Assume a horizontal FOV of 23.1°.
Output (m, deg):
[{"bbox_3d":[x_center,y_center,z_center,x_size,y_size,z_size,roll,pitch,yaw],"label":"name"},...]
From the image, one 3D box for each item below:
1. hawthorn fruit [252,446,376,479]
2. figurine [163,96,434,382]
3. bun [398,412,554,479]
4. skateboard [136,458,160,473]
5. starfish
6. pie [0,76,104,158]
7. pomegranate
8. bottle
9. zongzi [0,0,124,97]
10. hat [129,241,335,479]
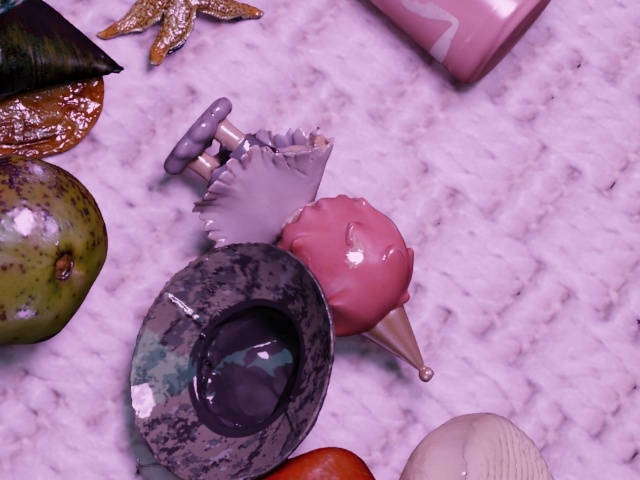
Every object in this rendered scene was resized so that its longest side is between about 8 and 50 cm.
[{"bbox_3d":[-0.018,0.304,1.632,0.188,0.169,0.169,-17,74,-44],"label":"hawthorn fruit"},{"bbox_3d":[0.000,0.000,1.754,0.387,0.166,0.207,40,105,2],"label":"figurine"},{"bbox_3d":[0.163,0.325,1.649,0.146,0.287,0.287,-15,71,29],"label":"bun"},{"bbox_3d":[-0.164,0.224,1.716,0.083,0.032,0.063,-11,65,-15],"label":"skateboard"},{"bbox_3d":[-0.177,-0.302,1.873,0.208,0.053,0.176,-36,72,-24],"label":"starfish"},{"bbox_3d":[-0.330,-0.136,1.797,0.191,0.033,0.088,-18,88,-7],"label":"pie"},{"bbox_3d":[-0.351,0.001,1.686,0.248,0.214,0.214,24,65,38],"label":"pomegranate"},{"bbox_3d":[0.112,-0.327,1.866,0.297,0.173,0.206,42,105,4],"label":"bottle"},{"bbox_3d":[-0.413,-0.272,1.731,0.362,0.319,0.383,-10,92,-15],"label":"zongzi"},{"bbox_3d":[-0.069,0.142,1.691,0.266,0.128,0.265,-9,71,27],"label":"hat"}]
